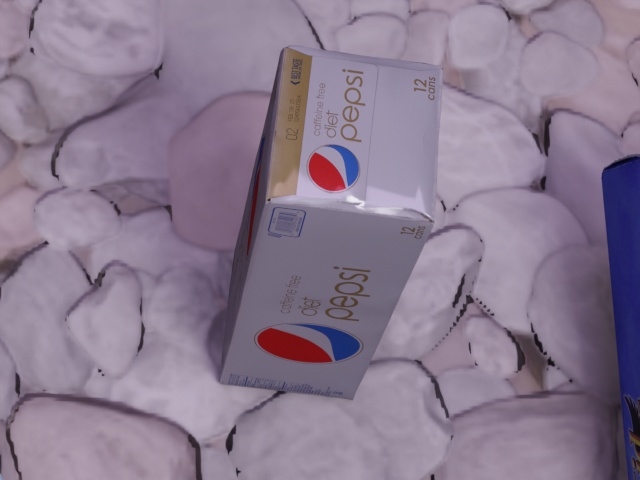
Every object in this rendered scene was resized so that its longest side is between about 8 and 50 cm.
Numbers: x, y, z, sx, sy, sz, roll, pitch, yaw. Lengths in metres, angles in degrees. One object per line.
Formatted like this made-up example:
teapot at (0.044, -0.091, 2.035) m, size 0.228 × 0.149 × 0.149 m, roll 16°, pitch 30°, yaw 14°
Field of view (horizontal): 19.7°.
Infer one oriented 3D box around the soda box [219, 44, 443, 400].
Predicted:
soda box at (0.000, 0.000, 0.814) m, size 0.069 × 0.216 × 0.074 m, roll 8°, pitch 65°, yaw -6°

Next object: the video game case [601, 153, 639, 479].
video game case at (0.266, 0.087, 0.860) m, size 0.244 × 0.061 × 0.269 m, roll -4°, pitch 86°, yaw -9°

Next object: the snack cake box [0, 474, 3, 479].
snack cake box at (-0.220, 0.025, 0.754) m, size 0.089 × 0.152 × 0.264 m, roll -25°, pitch 96°, yaw -18°
